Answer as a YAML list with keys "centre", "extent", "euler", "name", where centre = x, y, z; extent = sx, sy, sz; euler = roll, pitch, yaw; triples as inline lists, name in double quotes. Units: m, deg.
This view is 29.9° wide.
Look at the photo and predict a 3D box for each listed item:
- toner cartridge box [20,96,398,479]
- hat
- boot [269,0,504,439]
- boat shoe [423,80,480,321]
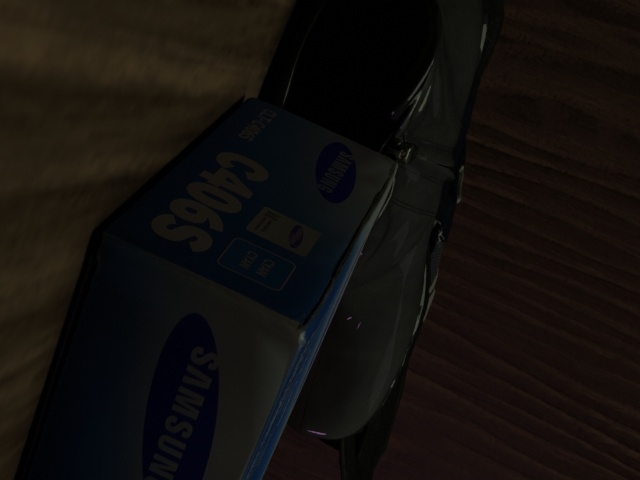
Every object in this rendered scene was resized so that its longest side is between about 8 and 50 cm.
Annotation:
- centre: [-0.077, 0.125, 0.513]
  extent: [0.165, 0.075, 0.348]
  euler: [-60, 173, -63]
  name: "toner cartridge box"
- centre: [0.009, 0.131, 1.253]
  extent: [0.331, 0.134, 0.331]
  euler: [7, 90, -79]
  name: "hat"
- centre: [0.000, 0.000, 0.662]
  extent: [0.223, 0.118, 0.338]
  euler: [-50, 154, -64]
  name: "boot"
- centre: [0.060, -0.059, 1.004]
  extent: [0.340, 0.127, 0.158]
  euler: [-74, 179, -59]
  name: "boat shoe"
